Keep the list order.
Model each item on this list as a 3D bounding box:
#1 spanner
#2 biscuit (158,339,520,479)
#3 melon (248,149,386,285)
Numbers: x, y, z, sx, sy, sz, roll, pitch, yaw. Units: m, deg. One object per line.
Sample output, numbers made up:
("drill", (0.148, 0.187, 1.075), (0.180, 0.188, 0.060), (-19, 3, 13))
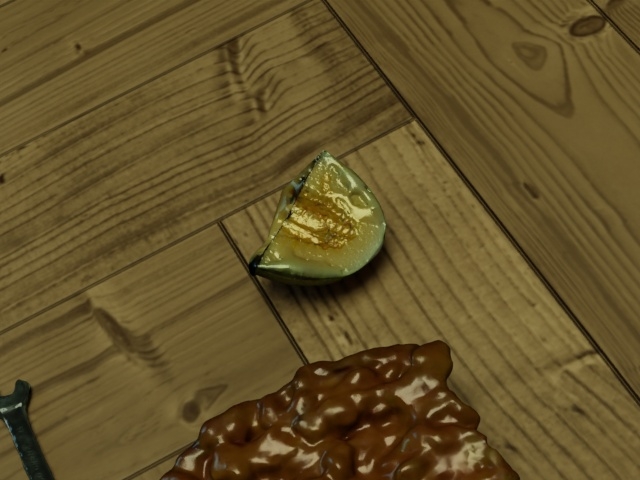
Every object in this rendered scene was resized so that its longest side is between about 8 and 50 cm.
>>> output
("spanner", (-0.282, 0.230, 1.679), (0.054, 0.015, 0.254), (-27, 50, -7))
("biscuit", (0.020, 0.254, 1.517), (0.318, 0.110, 0.312), (-24, 51, -5))
("melon", (0.000, 0.000, 1.756), (0.128, 0.079, 0.160), (25, 59, 10))
